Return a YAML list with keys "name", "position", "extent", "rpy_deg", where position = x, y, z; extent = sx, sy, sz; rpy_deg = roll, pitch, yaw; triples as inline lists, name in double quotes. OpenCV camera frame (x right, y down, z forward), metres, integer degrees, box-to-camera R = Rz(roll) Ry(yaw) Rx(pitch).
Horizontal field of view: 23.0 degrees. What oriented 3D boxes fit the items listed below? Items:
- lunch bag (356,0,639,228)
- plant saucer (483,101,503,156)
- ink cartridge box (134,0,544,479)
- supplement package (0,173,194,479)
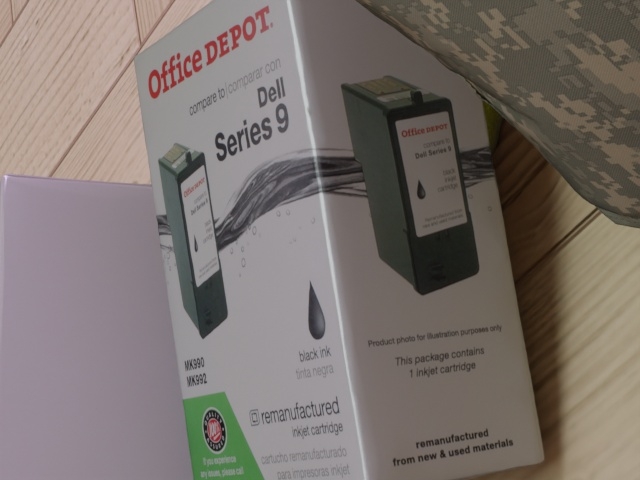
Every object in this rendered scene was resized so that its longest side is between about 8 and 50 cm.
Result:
- name: "lunch bag"
  position: [0.140, -0.128, 0.664]
  extent: [0.287, 0.235, 0.169]
  rpy_deg: [-15, 45, 54]
- name: "plant saucer"
  position: [0.068, -0.127, 0.986]
  extent: [0.188, 0.045, 0.188]
  rpy_deg: [14, 91, 58]
- name: "ink cartridge box"
  position: [0.000, 0.000, 0.908]
  extent: [0.211, 0.121, 0.289]
  rpy_deg: [-20, 77, 59]
- name: "supplement package"
  position: [-0.145, 0.125, 1.079]
  extent: [0.177, 0.175, 0.293]
  rpy_deg: [123, 147, -61]
